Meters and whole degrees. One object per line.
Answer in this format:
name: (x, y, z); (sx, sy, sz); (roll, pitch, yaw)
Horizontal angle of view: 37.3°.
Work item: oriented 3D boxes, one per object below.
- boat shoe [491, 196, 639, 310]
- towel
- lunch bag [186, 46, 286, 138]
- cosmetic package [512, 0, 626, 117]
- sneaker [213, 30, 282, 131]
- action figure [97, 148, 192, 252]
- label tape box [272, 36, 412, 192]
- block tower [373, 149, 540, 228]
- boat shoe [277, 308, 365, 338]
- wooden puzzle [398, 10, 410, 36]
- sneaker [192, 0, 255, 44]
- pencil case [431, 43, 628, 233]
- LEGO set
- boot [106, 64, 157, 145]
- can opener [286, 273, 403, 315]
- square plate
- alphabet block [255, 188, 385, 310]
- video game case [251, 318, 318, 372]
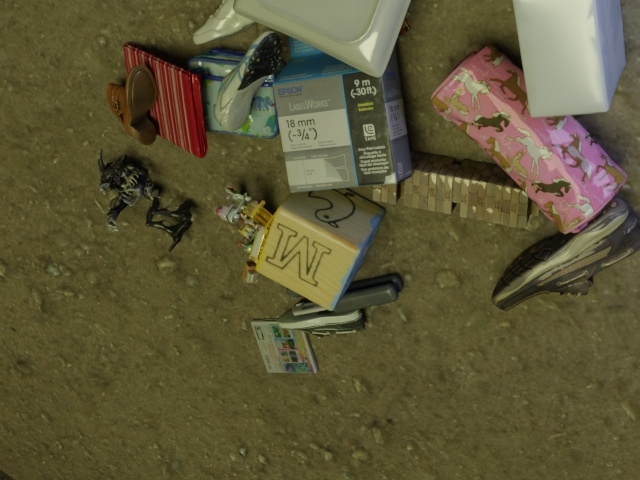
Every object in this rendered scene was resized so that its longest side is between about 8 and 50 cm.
boat shoe: (0.496, 0.059, 1.908); (0.130, 0.132, 0.355); (45, 129, -6)
towel: (-0.337, -0.307, 2.062); (0.274, 0.031, 0.199); (30, 135, 41)
lunch bag: (-0.177, -0.315, 2.016); (0.218, 0.090, 0.176); (12, 121, 17)
cosmetic package: (0.429, -0.359, 1.618); (0.138, 0.225, 0.224); (-2, 118, 26)
sneaker: (-0.154, -0.327, 1.896); (0.086, 0.085, 0.237); (53, 128, 26)
action figure: (-0.439, -0.096, 2.244); (0.275, 0.141, 0.164); (35, 140, -1)
label tape box: (0.036, -0.273, 1.872); (0.240, 0.106, 0.334); (-4, 102, 28)
block tower: (0.278, -0.109, 1.928); (0.335, 0.097, 0.091); (10, 124, 18)
boat shoe: (0.001, 0.200, 2.262); (0.219, 0.078, 0.070); (-6, 116, 26)
wooden puzzle: (0.143, -0.422, 1.849); (0.083, 0.006, 0.049); (-23, 108, 34)
sneaker: (-0.180, -0.473, 1.936); (0.212, 0.080, 0.094); (-21, 98, 26)
pencil case: (0.387, -0.186, 1.762); (0.386, 0.160, 0.167); (44, 173, 3)
LEGO set: (-0.176, -0.030, 2.186); (0.107, 0.132, 0.287); (32, 153, 25)
boot: (-0.425, -0.319, 2.088); (0.152, 0.073, 0.197); (41, 140, 38)
can opener: (0.047, 0.114, 2.188); (0.283, 0.076, 0.095); (-14, 114, 30)
square plate: (0.020, -0.522, 1.737); (0.344, 0.049, 0.347); (28, 113, 18)
alphabet block: (0.000, 0.000, 2.067); (0.197, 0.192, 0.193); (27, 126, 6)
video game case: (-0.090, 0.266, 2.383); (0.143, 0.019, 0.157); (-3, 117, 26)
